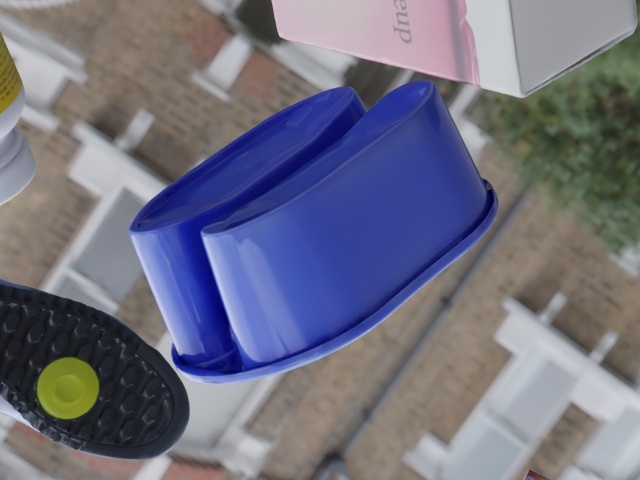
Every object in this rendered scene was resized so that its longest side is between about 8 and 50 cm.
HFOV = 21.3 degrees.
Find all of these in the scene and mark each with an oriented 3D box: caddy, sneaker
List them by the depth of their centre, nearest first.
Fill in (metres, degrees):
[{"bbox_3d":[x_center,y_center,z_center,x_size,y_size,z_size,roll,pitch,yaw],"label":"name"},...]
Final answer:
[{"bbox_3d":[-0.166,0.050,0.859,0.209,0.069,0.082,22,176,-16],"label":"sneaker"},{"bbox_3d":[0.000,0.000,1.504,0.241,0.341,0.179,1,122,52],"label":"caddy"}]

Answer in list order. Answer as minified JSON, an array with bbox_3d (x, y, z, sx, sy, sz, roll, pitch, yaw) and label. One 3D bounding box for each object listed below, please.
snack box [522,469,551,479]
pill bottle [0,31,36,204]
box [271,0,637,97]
[{"bbox_3d":[0.252,0.276,1.770,0.064,0.022,0.178,26,171,21],"label":"snack box"},{"bbox_3d":[-0.433,-0.195,1.836,0.188,0.188,0.334,-124,12,-59],"label":"pill bottle"},{"bbox_3d":[0.079,-0.204,1.141,0.127,0.148,0.232,-32,-145,-34],"label":"box"}]
